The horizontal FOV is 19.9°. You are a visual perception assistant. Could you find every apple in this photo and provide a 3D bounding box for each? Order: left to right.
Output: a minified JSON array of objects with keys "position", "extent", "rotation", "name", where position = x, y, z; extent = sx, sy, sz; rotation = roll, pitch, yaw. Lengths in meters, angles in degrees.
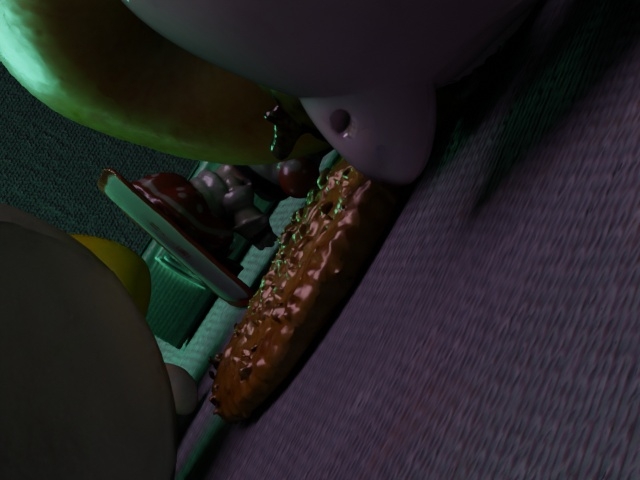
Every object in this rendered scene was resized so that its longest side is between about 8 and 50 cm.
[{"position":[-0.072,-0.239,1.269],"extent":[0.391,0.391,0.346],"rotation":[-53,22,38],"name":"apple"}]

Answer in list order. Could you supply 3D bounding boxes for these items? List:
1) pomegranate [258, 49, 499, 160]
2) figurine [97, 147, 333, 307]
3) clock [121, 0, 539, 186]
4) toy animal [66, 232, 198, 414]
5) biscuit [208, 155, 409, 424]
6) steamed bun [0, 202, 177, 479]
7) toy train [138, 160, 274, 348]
[{"position":[0.054,-0.137,1.014],"extent":[0.220,0.156,0.156],"rotation":[-26,4,-6],"name":"pomegranate"},{"position":[-0.049,-0.082,1.492],"extent":[0.226,0.160,0.183],"rotation":[-50,6,-9],"name":"figurine"},{"position":[0.017,-0.242,0.788],"extent":[0.250,0.368,0.377],"rotation":[-9,-45,-50],"name":"clock"},{"position":[-0.230,0.151,1.507],"extent":[0.277,0.345,0.247],"rotation":[-40,-39,-32],"name":"toy animal"},{"position":[0.000,0.000,1.144],"extent":[0.254,0.035,0.254],"rotation":[-57,6,10],"name":"biscuit"},{"position":[-0.253,0.132,1.170],"extent":[0.206,0.324,0.324],"rotation":[-20,37,60],"name":"steamed bun"},{"position":[-0.064,-0.084,1.772],"extent":[0.409,0.086,0.089],"rotation":[-56,8,12],"name":"toy train"}]
